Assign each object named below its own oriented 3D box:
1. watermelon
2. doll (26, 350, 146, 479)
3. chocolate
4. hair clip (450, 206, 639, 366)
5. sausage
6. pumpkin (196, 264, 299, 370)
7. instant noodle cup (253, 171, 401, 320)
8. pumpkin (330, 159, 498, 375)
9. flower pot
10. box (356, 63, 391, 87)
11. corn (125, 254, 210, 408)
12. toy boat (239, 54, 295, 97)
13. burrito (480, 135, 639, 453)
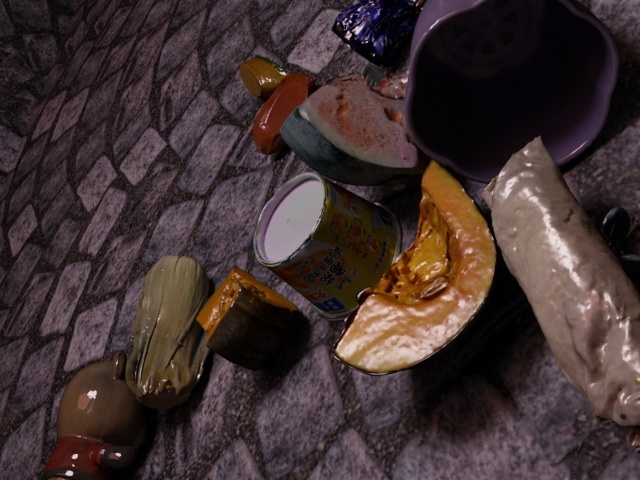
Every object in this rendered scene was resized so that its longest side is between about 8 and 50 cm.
[{"bbox_3d":[0.086,-0.140,1.237,0.188,0.321,0.175,-48,55,57],"label":"watermelon"},{"bbox_3d":[-0.402,0.366,1.457,0.235,0.174,0.330,125,158,-49],"label":"doll"},{"bbox_3d":[0.183,-0.447,1.457,0.343,0.126,0.148,-42,75,17],"label":"chocolate"},{"bbox_3d":[0.260,0.067,0.993,0.275,0.048,0.083,-40,47,32],"label":"hair clip"},{"bbox_3d":[-0.071,-0.251,1.631,0.089,0.089,0.179,10,69,54],"label":"sausage"},{"bbox_3d":[-0.119,0.129,1.359,0.131,0.126,0.248,-63,14,5],"label":"pumpkin"},{"bbox_3d":[0.000,0.000,1.274,0.205,0.153,0.205,-34,39,33],"label":"instant noodle cup"},{"bbox_3d":[0.163,0.061,1.047,0.169,0.148,0.312,12,66,37],"label":"pumpkin"},{"bbox_3d":[0.240,-0.247,1.107,0.265,0.265,0.243,-37,25,27],"label":"flower pot"},{"bbox_3d":[0.074,-0.234,1.441,0.069,0.084,0.122,-12,53,59],"label":"box"},{"bbox_3d":[-0.271,0.162,1.507,0.122,0.123,0.305,-31,42,31],"label":"corn"},{"bbox_3d":[-0.107,-0.350,1.781,0.088,0.089,0.229,-20,29,-16],"label":"toy boat"},{"bbox_3d":[0.274,0.056,0.890,0.117,0.076,0.392,-50,45,35],"label":"burrito"}]
